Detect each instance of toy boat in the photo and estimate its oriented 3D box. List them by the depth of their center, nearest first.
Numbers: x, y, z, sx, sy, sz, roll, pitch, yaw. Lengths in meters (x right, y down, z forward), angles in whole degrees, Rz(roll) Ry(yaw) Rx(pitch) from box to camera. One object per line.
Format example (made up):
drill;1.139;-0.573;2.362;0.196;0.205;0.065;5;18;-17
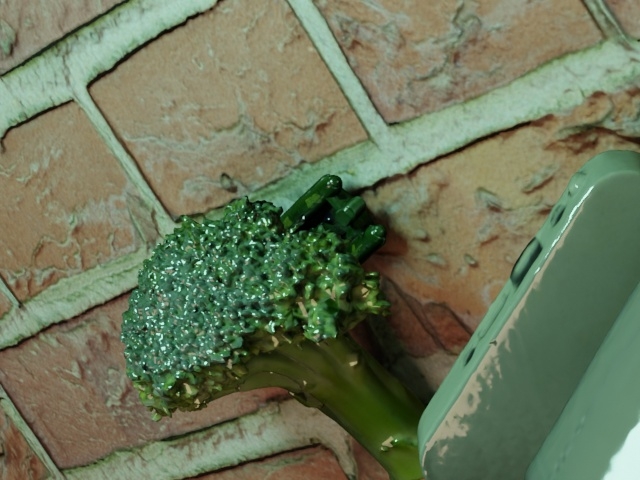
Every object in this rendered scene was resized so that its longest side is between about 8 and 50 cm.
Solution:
toy boat;0.000;0.000;1.961;0.104;0.052;0.210;47;141;-2

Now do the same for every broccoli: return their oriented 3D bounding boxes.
broccoli;-0.057;0.136;1.979;0.353;0.275;0.397;30;170;39

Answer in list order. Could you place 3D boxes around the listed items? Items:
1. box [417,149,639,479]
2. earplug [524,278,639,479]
box;0.320;0.144;1.591;0.373;0.090;0.367;29;107;-6
earplug;0.382;0.106;1.364;0.313;0.312;0.394;30;98;20
